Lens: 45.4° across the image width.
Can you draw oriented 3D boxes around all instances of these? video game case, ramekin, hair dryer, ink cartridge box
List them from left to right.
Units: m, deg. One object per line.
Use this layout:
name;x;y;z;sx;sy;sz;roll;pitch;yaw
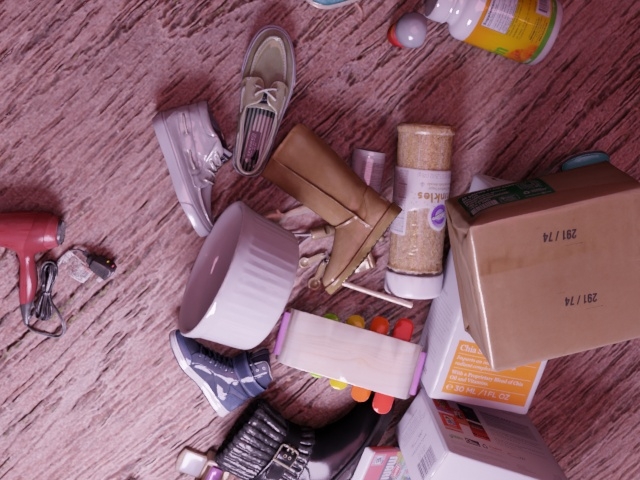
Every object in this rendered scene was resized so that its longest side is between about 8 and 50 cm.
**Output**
hair dryer;-0.573;0.046;1.497;0.293;0.080;0.223;43;93;-14
ramekin;-0.154;0.075;1.476;0.135;0.277;0.277;24;97;-21
video game case;0.154;0.538;1.657;0.285;0.025;0.204;15;100;-47
ink cartridge box;0.330;0.441;1.624;0.309;0.272;0.130;21;111;-18

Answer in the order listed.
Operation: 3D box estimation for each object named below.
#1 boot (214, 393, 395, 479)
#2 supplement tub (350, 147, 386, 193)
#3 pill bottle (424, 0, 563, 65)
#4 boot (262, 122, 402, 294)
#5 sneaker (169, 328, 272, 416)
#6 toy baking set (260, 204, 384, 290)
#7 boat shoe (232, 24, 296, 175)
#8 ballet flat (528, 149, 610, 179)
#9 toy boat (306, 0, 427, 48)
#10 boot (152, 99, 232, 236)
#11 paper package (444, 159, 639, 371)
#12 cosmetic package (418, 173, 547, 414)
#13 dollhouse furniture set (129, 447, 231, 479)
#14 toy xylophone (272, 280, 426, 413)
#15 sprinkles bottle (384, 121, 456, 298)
boot;-0.030;0.407;1.630;0.260;0.131;0.348;41;78;0
supplement tub;0.093;-0.132;1.571;0.070;0.071;0.107;8;100;-10
pill bottle;0.337;-0.449;1.513;0.245;0.136;0.137;17;98;-11
boot;-0.005;-0.061;1.529;0.269;0.089;0.236;38;94;5
sneaker;-0.195;0.243;1.584;0.163;0.086;0.226;-29;114;9
toy baking set;0.006;-0.004;1.603;0.197;0.030;0.256;-45;104;2
boat shoe;-0.108;-0.269;1.500;0.109;0.094;0.303;8;100;-10
ballet flat;0.508;-0.139;1.633;0.213;0.068;0.072;-29;111;6
toy boat;0.099;-0.506;1.458;0.267;0.148;0.318;-36;104;-1
boot;-0.229;-0.143;1.504;0.123;0.095;0.258;-19;102;2
paper package;0.418;0.044;1.393;0.324;0.168;0.310;-14;109;-2
cosmetic package;0.376;0.114;1.588;0.229;0.161;0.454;11;107;-11
dollhouse furniture set;-0.308;0.600;1.534;0.198;0.303;0.287;25;96;-14
toy xylophone;0.073;0.208;1.590;0.322;0.081;0.236;24;86;3
sprinkles bottle;0.203;-0.063;1.577;0.121;0.121;0.356;2;100;-9
